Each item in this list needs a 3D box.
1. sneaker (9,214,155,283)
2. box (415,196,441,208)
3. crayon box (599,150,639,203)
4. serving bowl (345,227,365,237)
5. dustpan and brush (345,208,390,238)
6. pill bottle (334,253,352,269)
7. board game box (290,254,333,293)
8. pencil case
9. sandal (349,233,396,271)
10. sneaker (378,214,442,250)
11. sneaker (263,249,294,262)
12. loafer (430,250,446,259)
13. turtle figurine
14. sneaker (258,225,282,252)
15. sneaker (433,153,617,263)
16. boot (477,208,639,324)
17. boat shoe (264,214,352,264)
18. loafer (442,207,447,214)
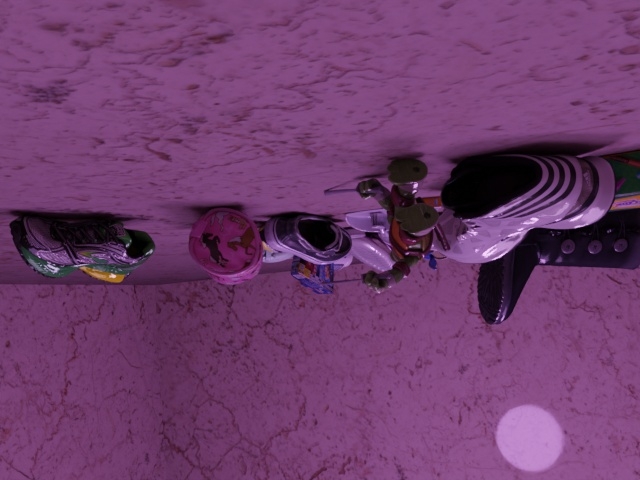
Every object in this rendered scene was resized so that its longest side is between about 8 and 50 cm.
[{"bbox_3d":[-0.502,-0.005,1.392,0.146,0.134,0.344,-34,159,20],"label":"sneaker"},{"bbox_3d":[0.234,-0.082,1.574,0.136,0.028,0.081,-3,174,1],"label":"box"},{"bbox_3d":[0.624,-0.115,1.303,0.166,0.081,0.278,-8,174,27],"label":"crayon box"},{"bbox_3d":[0.098,-0.024,2.029,0.083,0.027,0.083,-5,174,-1],"label":"serving bowl"},{"bbox_3d":[0.162,-0.041,1.755,0.147,0.060,0.211,-7,174,17],"label":"dustpan and brush"},{"bbox_3d":[0.038,0.060,2.419,0.108,0.107,0.180,-9,173,35],"label":"pill bottle"},{"bbox_3d":[-0.021,0.038,1.925,0.060,0.194,0.194,-6,155,32],"label":"board game box"},{"bbox_3d":[-0.223,0.021,1.569,0.167,0.160,0.386,-10,175,-8],"label":"pencil case"},{"bbox_3d":[0.198,0.030,2.302,0.169,0.102,0.416,12,167,29],"label":"sandal"},{"bbox_3d":[0.294,-0.019,1.856,0.281,0.105,0.115,-7,174,27],"label":"sneaker"},{"bbox_3d":[-0.188,0.038,1.902,0.256,0.094,0.151,-3,-165,2],"label":"sneaker"},{"bbox_3d":[0.425,0.012,2.081,0.102,0.092,0.268,-1,157,-15],"label":"loafer"},{"bbox_3d":[0.102,-0.020,1.173,0.275,0.197,0.266,25,155,7],"label":"turtle figurine"},{"bbox_3d":[-0.144,-0.002,1.791,0.094,0.081,0.208,-4,175,15],"label":"sneaker"},{"bbox_3d":[0.297,-0.075,1.245,0.258,0.169,0.447,8,162,-26],"label":"sneaker"},{"bbox_3d":[0.692,0.060,1.857,0.446,0.366,0.146,-4,-155,-14],"label":"boot"},{"bbox_3d":[0.000,0.000,1.716,0.119,0.121,0.335,-4,174,36],"label":"boat shoe"},{"bbox_3d":[0.368,-0.044,1.638,0.112,0.111,0.319,-6,174,9],"label":"loafer"}]
